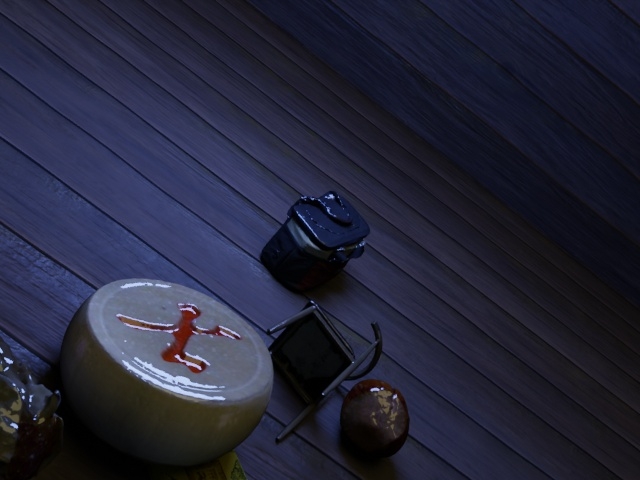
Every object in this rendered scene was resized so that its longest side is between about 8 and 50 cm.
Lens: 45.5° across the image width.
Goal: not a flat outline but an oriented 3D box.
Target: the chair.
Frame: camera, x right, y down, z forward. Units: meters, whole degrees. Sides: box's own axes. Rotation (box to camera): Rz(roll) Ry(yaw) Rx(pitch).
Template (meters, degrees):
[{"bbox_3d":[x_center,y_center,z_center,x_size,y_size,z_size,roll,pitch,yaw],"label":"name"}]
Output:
[{"bbox_3d":[-0.016,0.229,1.469,0.166,0.188,0.272,49,34,14],"label":"chair"}]

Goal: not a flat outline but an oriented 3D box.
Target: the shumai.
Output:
[{"bbox_3d":[-0.415,0.195,0.965,0.184,0.185,0.218,-54,128,-63],"label":"shumai"}]

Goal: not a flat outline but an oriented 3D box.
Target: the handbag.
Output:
[{"bbox_3d":[0.000,0.000,1.799,0.181,0.181,0.254,47,30,14],"label":"handbag"}]

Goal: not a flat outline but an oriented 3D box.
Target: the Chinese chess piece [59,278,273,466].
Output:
[{"bbox_3d":[-0.240,0.201,1.209,0.338,0.141,0.338,24,19,-9],"label":"Chinese chess piece"}]

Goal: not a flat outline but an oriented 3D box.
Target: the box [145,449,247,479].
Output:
[{"bbox_3d":[-0.192,0.373,1.206,0.153,0.041,0.279,7,42,-46],"label":"box"}]

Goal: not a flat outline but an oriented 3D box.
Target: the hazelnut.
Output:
[{"bbox_3d":[0.107,0.351,1.503,0.143,0.143,0.154,-13,72,-56],"label":"hazelnut"}]
